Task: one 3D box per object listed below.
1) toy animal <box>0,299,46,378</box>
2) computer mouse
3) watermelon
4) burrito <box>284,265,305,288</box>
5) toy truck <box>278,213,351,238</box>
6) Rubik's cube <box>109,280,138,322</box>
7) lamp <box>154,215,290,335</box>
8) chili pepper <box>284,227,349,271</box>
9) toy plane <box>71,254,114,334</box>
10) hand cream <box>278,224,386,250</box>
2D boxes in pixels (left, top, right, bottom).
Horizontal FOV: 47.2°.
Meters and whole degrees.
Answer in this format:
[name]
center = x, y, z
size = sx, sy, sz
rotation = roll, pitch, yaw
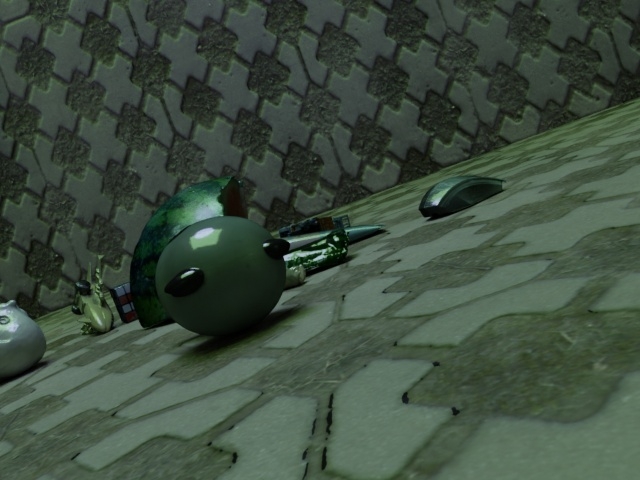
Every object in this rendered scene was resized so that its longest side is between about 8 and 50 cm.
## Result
[toy animal]
center = -0.749, 0.238, 1.595
size = 0.249, 0.174, 0.289
rotation = -9, -5, -42
[computer mouse]
center = 0.312, -0.112, 1.640
size = 0.231, 0.071, 0.126
rotation = -23, 6, -31
[watermelon]
center = -0.245, 0.003, 1.557
size = 0.319, 0.292, 0.222
rotation = -13, -3, -28
[burrito]
center = -0.108, 0.080, 1.399
size = 0.188, 0.044, 0.058
rotation = -17, 6, 30
[toy truck]
center = -0.019, -0.018, 1.912
size = 0.115, 0.080, 0.178
rotation = -18, 3, -42
[Rubik's cube]
center = -0.467, 0.147, 1.844
size = 0.092, 0.092, 0.092
rotation = -23, 5, -24
[lamp]
center = -0.158, 0.059, 1.126
size = 0.198, 0.197, 0.244
rotation = -23, -3, -24
[chili pepper]
center = -0.033, 0.039, 1.466
size = 0.216, 0.062, 0.108
rotation = -23, 5, -8
[toy plane]
center = -0.576, 0.160, 1.850
size = 0.093, 0.228, 0.244
rotation = 8, 23, -26
[hand cream]
center = 0.000, 0.000, 1.733
size = 0.313, 0.070, 0.111
rotation = -17, 2, -5
